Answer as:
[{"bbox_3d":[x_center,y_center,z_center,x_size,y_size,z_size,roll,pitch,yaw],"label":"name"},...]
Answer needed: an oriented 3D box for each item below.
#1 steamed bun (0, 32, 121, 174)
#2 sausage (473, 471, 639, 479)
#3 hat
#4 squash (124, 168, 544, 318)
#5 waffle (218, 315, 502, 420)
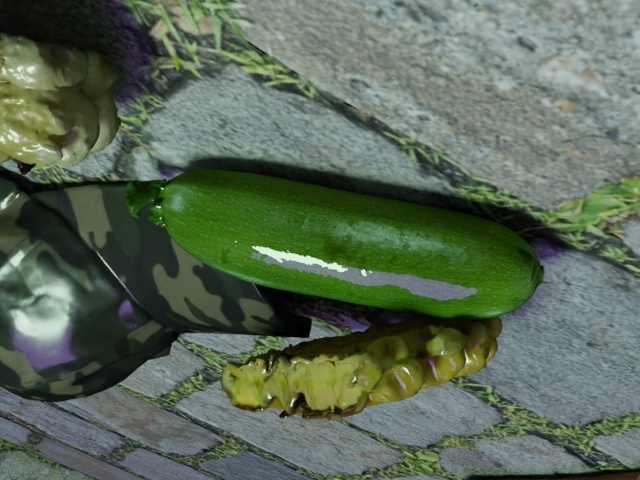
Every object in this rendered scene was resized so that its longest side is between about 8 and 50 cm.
[{"bbox_3d":[-0.249,-0.099,0.652,0.178,0.106,0.192,4,-174,4],"label":"steamed bun"},{"bbox_3d":[0.340,0.364,1.146,0.094,0.094,0.419,3,163,-36],"label":"sausage"},{"bbox_3d":[-0.222,0.095,0.935,0.382,0.257,0.366,19,159,43],"label":"hat"},{"bbox_3d":[0.000,0.000,0.731,0.379,0.101,0.101,13,150,14],"label":"squash"},{"bbox_3d":[0.033,0.119,0.799,0.283,0.065,0.309,-14,175,9],"label":"waffle"}]
